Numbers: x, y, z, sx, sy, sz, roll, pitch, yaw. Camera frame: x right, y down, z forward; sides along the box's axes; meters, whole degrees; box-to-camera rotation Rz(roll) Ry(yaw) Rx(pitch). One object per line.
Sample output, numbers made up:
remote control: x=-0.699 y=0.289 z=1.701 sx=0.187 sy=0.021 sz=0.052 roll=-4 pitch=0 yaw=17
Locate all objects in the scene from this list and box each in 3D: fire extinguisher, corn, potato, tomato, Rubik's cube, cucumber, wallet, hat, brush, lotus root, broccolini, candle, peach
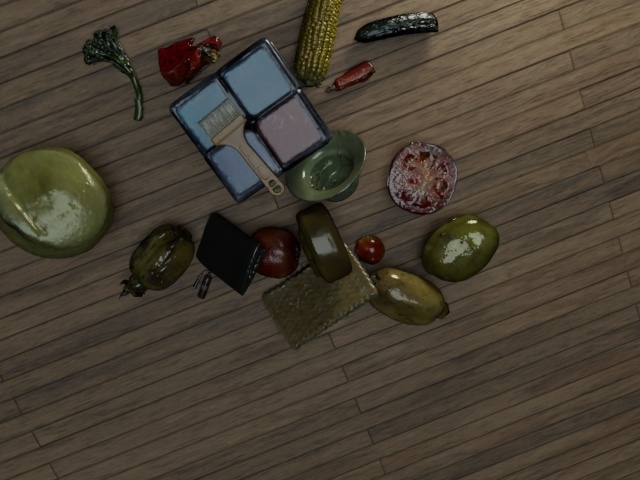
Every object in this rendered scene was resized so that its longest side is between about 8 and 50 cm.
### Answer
fire extinguisher: x=-0.364 y=0.128 z=1.994 sx=0.046 sy=0.032 sz=0.100 roll=25 pitch=102 yaw=24
corn: x=-0.006 y=-0.591 z=1.820 sx=0.115 sy=0.115 sz=0.318 roll=11 pitch=99 yaw=-8
potato: x=0.428 y=0.025 z=1.986 sx=0.197 sy=0.148 sz=0.228 roll=28 pitch=101 yaw=-25
tomato: x=0.302 y=-0.191 z=1.956 sx=0.224 sy=0.085 sz=0.225 roll=-1 pitch=99 yaw=-6
Rubik's cube: x=-0.182 y=-0.331 z=1.749 sx=0.318 sy=0.313 sz=0.316 roll=-34 pitch=103 yaw=6
cucumber: x=0.215 y=-0.617 z=1.859 sx=0.245 sy=0.067 sz=0.067 roll=-9 pitch=104 yaw=-3
wallet: x=-0.271 y=0.035 z=1.899 sx=0.052 sy=0.245 sz=0.169 roll=5 pitch=113 yaw=-51
hat: x=0.036 y=-0.188 z=1.892 sx=0.257 sy=0.257 sz=0.130 roll=-35 pitch=140 yaw=3
brush: x=-0.182 y=-0.219 z=1.612 sx=0.103 sy=0.013 sz=0.272 roll=-37 pitch=104 yaw=9
lotus root: x=-0.486 y=0.073 z=1.908 sx=0.154 sy=0.154 sz=0.278 roll=40 pitch=95 yaw=-13
broccolini: x=-0.585 y=-0.459 z=1.822 sx=0.123 sy=0.062 sz=0.272 roll=-16 pitch=107 yaw=8
candle: x=0.086 y=-0.470 z=1.887 sx=0.162 sy=0.048 sz=0.053 roll=-28 pitch=121 yaw=1
lotus root: x=0.273 y=0.182 z=2.008 sx=0.284 sy=0.160 sz=0.146 roll=21 pitch=62 yaw=-14
peach: x=0.157 y=0.034 z=2.004 sx=0.098 sy=0.061 sz=0.098 roll=-2 pitch=99 yaw=-11

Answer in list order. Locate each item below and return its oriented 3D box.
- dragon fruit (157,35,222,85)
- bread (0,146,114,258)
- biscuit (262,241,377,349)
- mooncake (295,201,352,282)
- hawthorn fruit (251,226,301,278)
dragon fruit: x=-0.365 y=-0.516 z=1.833 sx=0.192 sy=0.122 sz=0.092 roll=-32 pitch=144 yaw=-1
bread: x=-0.746 y=-0.099 z=1.800 sx=0.320 sy=0.237 sz=0.321 roll=-1 pitch=94 yaw=-18
biscuit: x=-0.004 y=0.169 z=1.982 sx=0.324 sy=0.044 sz=0.217 roll=-35 pitch=68 yaw=3
mooncake: x=0.000 y=0.000 z=1.880 sx=0.117 sy=0.235 sz=0.235 roll=-24 pitch=104 yaw=1
hawthorn fruit: x=-0.158 y=0.032 z=1.933 sx=0.193 sy=0.157 sz=0.157 roll=12 pitch=102 yaw=7
